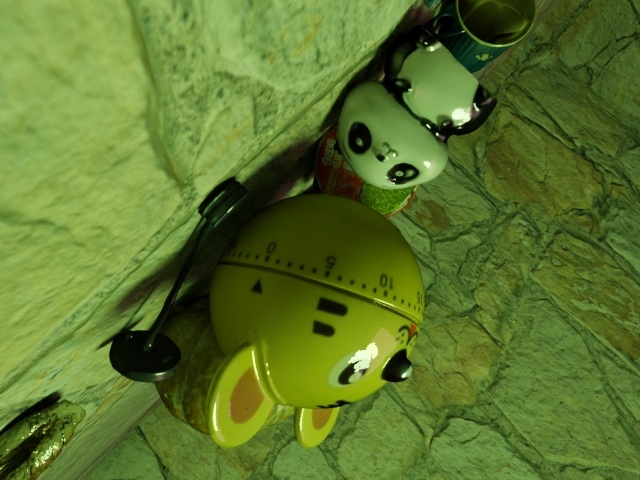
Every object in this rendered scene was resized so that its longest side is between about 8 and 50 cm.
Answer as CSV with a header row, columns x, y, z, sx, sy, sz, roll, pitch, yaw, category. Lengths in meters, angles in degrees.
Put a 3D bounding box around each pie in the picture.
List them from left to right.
x,y,z,sx,sy,sz,roll,pitch,yaw,category
-0.439,0.318,0.847,0.193,0.079,0.163,-45,180,1,pie

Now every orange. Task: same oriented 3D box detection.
x,y,z,sx,sy,sz,roll,pitch,yaw,category
-0.172,0.232,1.127,0.329,0.328,0.249,-40,130,-53,orange

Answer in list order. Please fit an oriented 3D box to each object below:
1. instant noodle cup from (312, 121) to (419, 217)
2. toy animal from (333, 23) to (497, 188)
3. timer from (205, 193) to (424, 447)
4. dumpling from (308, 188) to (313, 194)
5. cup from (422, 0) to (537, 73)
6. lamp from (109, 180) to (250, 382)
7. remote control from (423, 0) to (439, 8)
x,y,z,sx,sy,sz,roll,pitch,yaw,category
0.067,-0.117,1.056,0.193,0.193,0.212,-45,-176,-10,instant noodle cup
0.134,-0.188,0.862,0.235,0.187,0.165,-46,-171,16,toy animal
-0.012,0.135,0.882,0.376,0.375,0.387,118,-12,-76,timer
-0.008,-0.015,1.283,0.204,0.163,0.293,-37,-166,24,dumpling
0.247,-0.353,0.942,0.176,0.131,0.155,-16,177,-4,cup
-0.180,0.075,0.815,0.371,0.108,0.130,-48,180,23,lamp
0.202,-0.380,0.786,0.152,0.027,0.043,-42,179,-19,remote control
